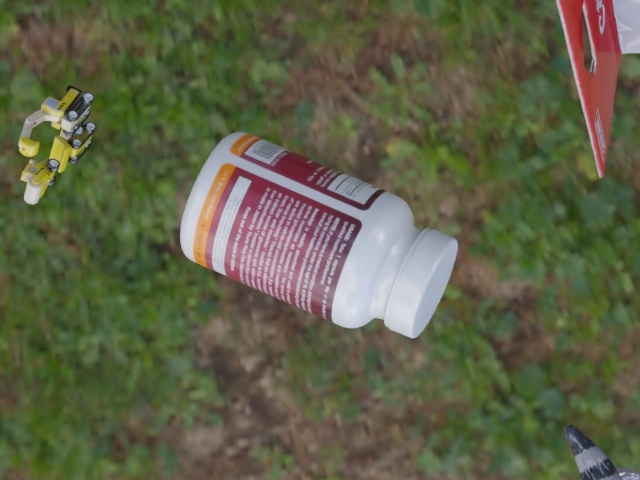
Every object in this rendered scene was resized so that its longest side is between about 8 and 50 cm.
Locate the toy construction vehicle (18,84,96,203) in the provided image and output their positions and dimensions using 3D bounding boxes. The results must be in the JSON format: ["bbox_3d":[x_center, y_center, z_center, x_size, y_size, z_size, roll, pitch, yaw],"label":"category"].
[{"bbox_3d":[-0.219,-0.083,1.632,0.035,0.098,0.086,30,142,6],"label":"toy construction vehicle"}]

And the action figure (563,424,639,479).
[{"bbox_3d":[0.290,0.349,1.847,0.178,0.330,0.341,15,148,-28],"label":"action figure"}]

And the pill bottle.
[{"bbox_3d":[0.000,0.000,1.190,0.152,0.086,0.086,24,125,13],"label":"pill bottle"}]

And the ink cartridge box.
[{"bbox_3d":[0.246,-0.232,1.570,0.066,0.261,0.296,1,152,16],"label":"ink cartridge box"}]
